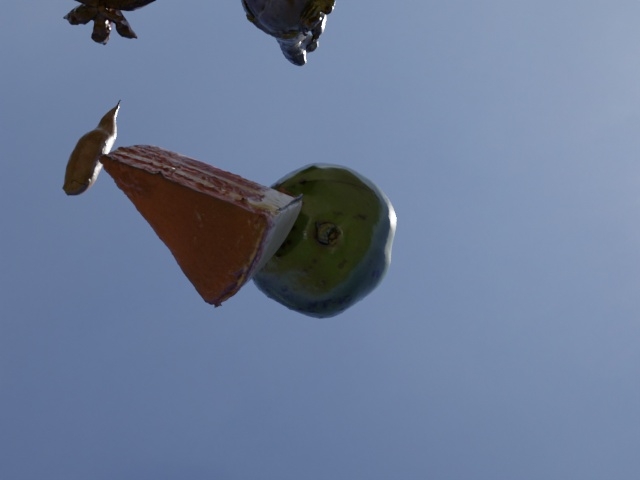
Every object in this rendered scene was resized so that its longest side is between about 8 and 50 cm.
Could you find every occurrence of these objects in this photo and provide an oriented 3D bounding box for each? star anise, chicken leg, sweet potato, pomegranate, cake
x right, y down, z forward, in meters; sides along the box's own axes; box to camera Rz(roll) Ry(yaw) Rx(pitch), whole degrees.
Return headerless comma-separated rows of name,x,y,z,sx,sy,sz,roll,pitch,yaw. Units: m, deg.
star anise,-0.480,-0.522,2.098,0.212,0.196,0.111,-27,-172,34
chicken leg,-0.084,-0.451,1.834,0.140,0.361,0.211,-36,-87,-9
sweet potato,-0.354,-0.148,1.504,0.056,0.056,0.195,7,-125,24
pomegranate,0.000,0.000,1.542,0.254,0.270,0.254,0,-97,3
cake,-0.176,-0.025,1.338,0.262,0.158,0.160,21,-70,14
